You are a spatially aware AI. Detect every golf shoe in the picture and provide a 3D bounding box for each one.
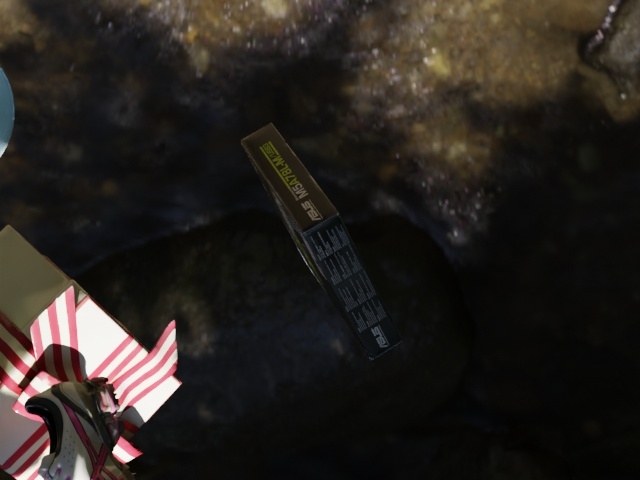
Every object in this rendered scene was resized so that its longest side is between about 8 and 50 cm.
[{"bbox_3d":[-0.210,0.215,1.052,0.086,0.186,0.067,-7,155,-32],"label":"golf shoe"}]

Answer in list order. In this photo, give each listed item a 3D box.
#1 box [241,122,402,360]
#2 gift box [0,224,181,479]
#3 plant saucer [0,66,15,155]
[{"bbox_3d":[0.000,0.000,1.181,0.045,0.184,0.190,-29,131,-2],"label":"box"},{"bbox_3d":[-0.345,0.146,1.491,0.276,0.258,0.255,-49,138,-5],"label":"gift box"},{"bbox_3d":[-0.471,-0.159,1.430,0.195,0.037,0.194,-8,107,-27],"label":"plant saucer"}]
